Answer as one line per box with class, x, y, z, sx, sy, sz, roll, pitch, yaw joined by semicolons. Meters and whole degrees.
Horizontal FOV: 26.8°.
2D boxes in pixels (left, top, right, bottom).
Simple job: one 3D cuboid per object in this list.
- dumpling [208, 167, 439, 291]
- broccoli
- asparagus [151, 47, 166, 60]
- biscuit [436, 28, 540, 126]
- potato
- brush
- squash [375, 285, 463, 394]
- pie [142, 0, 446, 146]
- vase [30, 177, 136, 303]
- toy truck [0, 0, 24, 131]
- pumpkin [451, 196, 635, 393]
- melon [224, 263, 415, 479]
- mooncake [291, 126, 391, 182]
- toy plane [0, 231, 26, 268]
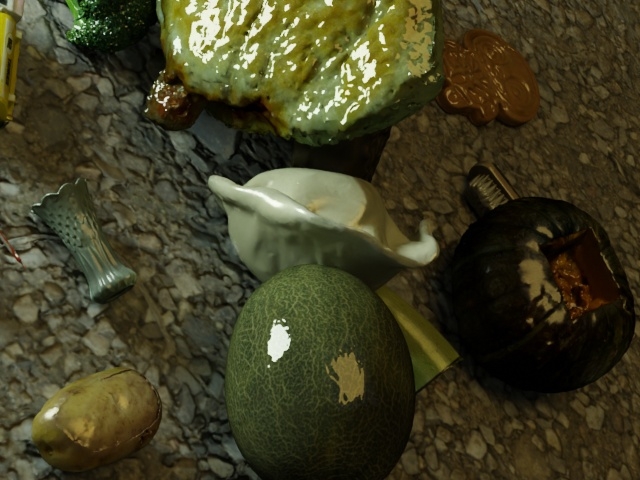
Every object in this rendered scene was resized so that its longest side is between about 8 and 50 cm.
dumpling;0.000;0.000;1.791;0.318;0.243;0.187;13;94;-11
broccoli;-0.291;-0.353;1.858;0.156;0.195;0.195;29;43;5
asparagus;-0.192;-0.262;1.984;0.127;0.015;0.018;12;64;-35
biscuit;0.294;-0.294;2.417;0.289;0.044;0.202;-8;68;-46
potato;-0.254;0.207;1.546;0.107;0.080;0.170;49;38;10
brush;0.347;0.012;2.233;0.065;0.070;0.327;-40;92;-30
squash;0.094;0.120;1.923;0.224;0.094;0.094;46;41;5
pie;-0.020;-0.313;1.789;0.180;0.418;0.395;20;73;-63
vase;-0.289;0.005;1.666;0.081;0.081;0.148;-27;86;-48
toy truck;-0.436;-0.247;1.700;0.114;0.098;0.226;21;52;-34
pumpkin;0.339;0.082;2.061;0.321;0.192;0.320;15;59;-27
melon;0.000;0.173;1.673;0.238;0.237;0.301;19;48;-31
mooncake;0.036;-0.161;1.948;0.124;0.228;0.228;14;46;6
toy plane;-0.422;-0.041;1.546;0.077;0.126;0.194;-29;122;-20
